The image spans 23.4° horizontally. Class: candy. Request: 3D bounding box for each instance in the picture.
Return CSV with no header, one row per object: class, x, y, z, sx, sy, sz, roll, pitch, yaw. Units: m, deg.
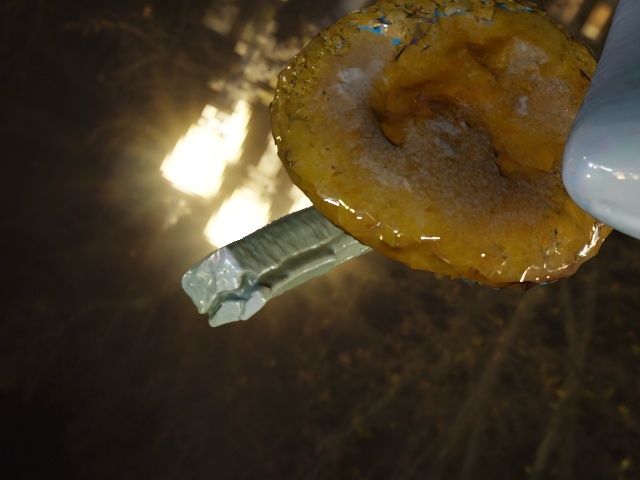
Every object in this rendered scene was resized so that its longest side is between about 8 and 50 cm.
candy,0.175,-0.048,0.612,0.138,0.071,0.174,16,-143,10

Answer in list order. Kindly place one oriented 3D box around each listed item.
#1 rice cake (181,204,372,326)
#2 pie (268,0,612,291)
rice cake,0.000,0.000,1.352,0.063,0.066,0.336,59,-147,3
pie,0.098,-0.078,1.100,0.273,0.069,0.273,7,-122,-12
